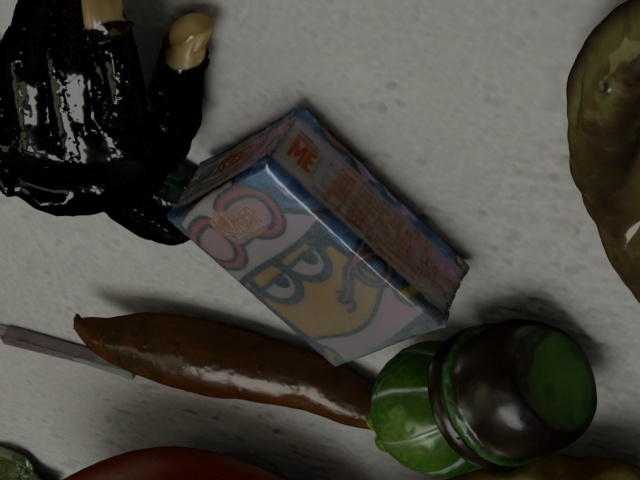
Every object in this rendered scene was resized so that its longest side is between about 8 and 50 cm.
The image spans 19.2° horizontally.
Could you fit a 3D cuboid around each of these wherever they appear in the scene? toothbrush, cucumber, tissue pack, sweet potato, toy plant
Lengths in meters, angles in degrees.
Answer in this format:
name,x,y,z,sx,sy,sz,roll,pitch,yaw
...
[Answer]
name,x,y,z,sx,sy,sz,roll,pitch,yaw
toothbrush,-0.226,0.079,1.474,0.194,0.014,0.017,11,141,25
cucumber,-0.162,-0.059,1.233,0.220,0.046,0.070,34,152,-4
tissue pack,0.000,0.000,1.169,0.155,0.065,0.115,44,141,-17
sweet potato,-0.057,0.089,1.331,0.264,0.057,0.057,14,142,19
toy plant,0.094,0.104,1.208,0.093,0.093,0.162,45,142,-21

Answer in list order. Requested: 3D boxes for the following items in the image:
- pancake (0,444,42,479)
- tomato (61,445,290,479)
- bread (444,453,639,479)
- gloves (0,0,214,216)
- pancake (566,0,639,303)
name,x,y,z,sx,sy,sz,roll,pitch,yaw
pancake,-0.261,0.226,1.676,0.116,0.022,0.129,-1,135,40
tomato,-0.108,0.308,1.450,0.321,0.321,0.321,19,144,15
bread,0.146,0.280,1.268,0.279,0.225,0.250,-18,127,30
gloves,-0.137,-0.097,1.110,0.129,0.106,0.181,22,148,15
pancake,0.255,-0.025,0.968,0.294,0.049,0.294,18,143,14
